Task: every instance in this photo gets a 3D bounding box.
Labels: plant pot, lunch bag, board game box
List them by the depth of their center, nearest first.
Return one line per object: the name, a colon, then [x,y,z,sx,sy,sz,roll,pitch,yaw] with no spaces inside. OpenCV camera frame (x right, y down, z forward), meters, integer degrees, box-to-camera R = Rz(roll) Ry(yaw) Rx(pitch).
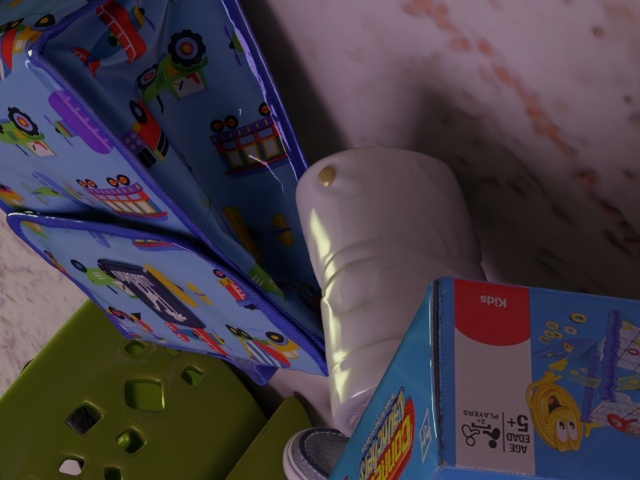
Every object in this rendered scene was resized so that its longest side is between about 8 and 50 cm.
board game box: [0.163,0.141,0.829,0.308,0.086,0.302,7,149,-9]
lunch bag: [-0.101,-0.033,1.035,0.221,0.138,0.293,2,133,50]
plant pot: [-0.127,0.206,1.285,0.207,0.227,0.228,25,145,18]

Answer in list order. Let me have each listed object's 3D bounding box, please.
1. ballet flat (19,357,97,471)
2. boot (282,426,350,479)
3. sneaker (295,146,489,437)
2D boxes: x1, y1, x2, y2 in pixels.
ballet flat: [-0.215,0.170,1.505,0.057,0.049,0.173,10,136,45]
boot: [0.063,0.156,1.155,0.190,0.069,0.086,23,138,17]
sneaker: [0.086,0.047,0.957,0.108,0.169,0.292,-24,149,19]
